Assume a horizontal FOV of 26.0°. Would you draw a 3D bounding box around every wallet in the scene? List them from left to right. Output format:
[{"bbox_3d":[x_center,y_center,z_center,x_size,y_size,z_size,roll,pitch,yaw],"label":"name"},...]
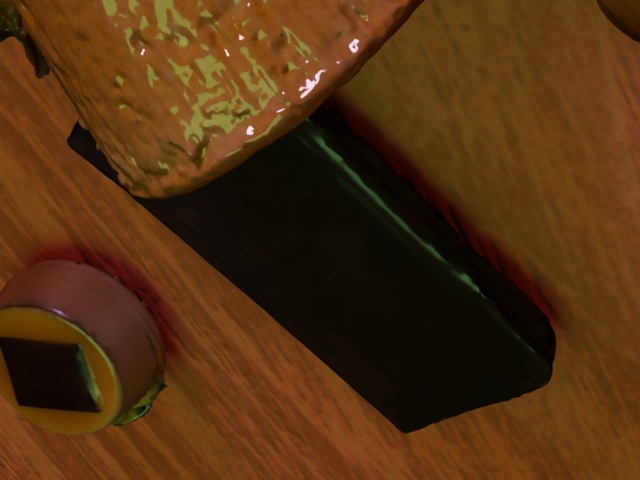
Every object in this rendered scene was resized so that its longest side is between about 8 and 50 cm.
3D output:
[{"bbox_3d":[0.000,0.000,0.848,0.309,0.042,0.165,43,136,-16],"label":"wallet"}]

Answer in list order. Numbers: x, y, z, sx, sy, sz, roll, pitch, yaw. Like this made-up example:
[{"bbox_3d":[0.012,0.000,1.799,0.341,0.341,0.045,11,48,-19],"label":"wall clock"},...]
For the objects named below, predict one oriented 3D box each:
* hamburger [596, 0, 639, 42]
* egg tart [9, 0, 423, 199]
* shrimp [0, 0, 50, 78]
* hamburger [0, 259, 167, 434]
[{"bbox_3d":[0.152,-0.170,0.535,0.144,0.157,0.283,-6,126,28],"label":"hamburger"},{"bbox_3d":[-0.052,-0.134,0.633,0.202,0.202,0.147,-23,114,38],"label":"egg tart"},{"bbox_3d":[-0.143,-0.169,0.746,0.115,0.051,0.217,19,134,3],"label":"shrimp"},{"bbox_3d":[-0.170,0.077,0.972,0.126,0.081,0.141,-15,112,32],"label":"hamburger"}]
